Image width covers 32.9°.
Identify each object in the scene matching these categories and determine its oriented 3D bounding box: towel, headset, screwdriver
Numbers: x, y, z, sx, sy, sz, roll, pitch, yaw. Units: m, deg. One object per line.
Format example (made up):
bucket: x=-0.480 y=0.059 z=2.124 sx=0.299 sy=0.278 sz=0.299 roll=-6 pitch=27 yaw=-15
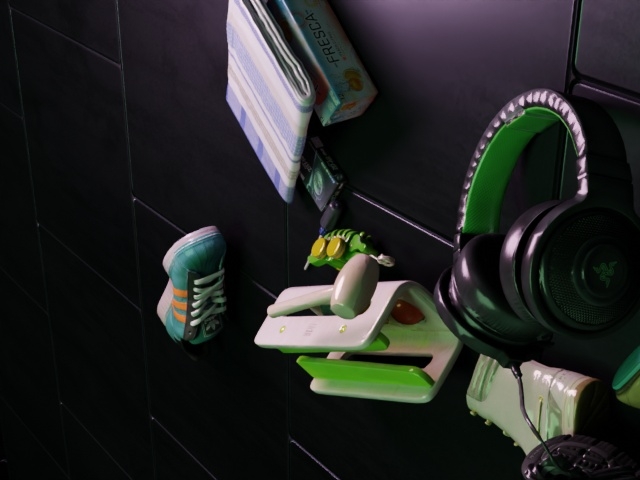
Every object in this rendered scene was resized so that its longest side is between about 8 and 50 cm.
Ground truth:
towel: x=-0.070 y=-0.194 z=1.448 sx=0.209 sy=0.034 sz=0.285 roll=61 pitch=163 yaw=19
headset: x=0.233 y=0.049 z=1.054 sx=0.243 sy=0.185 sz=0.394 roll=143 pitch=134 yaw=-61
screwdriver: x=0.000 y=0.000 z=1.521 sx=0.170 sy=0.024 sz=0.025 roll=114 pitch=157 yaw=-49

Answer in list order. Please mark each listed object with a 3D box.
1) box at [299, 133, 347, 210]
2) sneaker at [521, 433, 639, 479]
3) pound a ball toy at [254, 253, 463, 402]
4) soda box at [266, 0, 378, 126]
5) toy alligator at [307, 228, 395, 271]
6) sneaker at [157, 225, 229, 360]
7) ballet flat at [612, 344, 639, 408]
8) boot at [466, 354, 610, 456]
box: x=-0.001 y=-0.092 z=1.478 sx=0.083 sy=0.018 sz=0.067 roll=59 pitch=145 yaw=19
sneaker: x=0.338 y=0.290 z=1.069 sx=0.286 sy=0.109 sz=0.130 roll=17 pitch=128 yaw=36
pound a ball toy: x=0.036 y=0.090 z=1.375 sx=0.208 sy=0.136 sz=0.319 roll=42 pitch=155 yaw=-22
soda box: x=-0.002 y=-0.238 z=1.363 sx=0.183 sy=0.063 sz=0.058 roll=62 pitch=150 yaw=15
toy alligator: x=0.046 y=0.009 z=1.434 sx=0.189 sy=0.056 sz=0.051 roll=-3 pitch=63 yaw=57
sneaker: x=-0.193 y=0.092 z=1.786 sx=0.121 sy=0.108 sz=0.302 roll=56 pitch=152 yaw=21
ballet flat: x=0.354 y=0.086 z=1.008 sx=0.073 sy=0.080 sz=0.232 roll=30 pitch=139 yaw=8
boot: x=0.240 y=0.228 z=1.228 sx=0.165 sy=0.077 sz=0.213 roll=24 pitch=120 yaw=49
